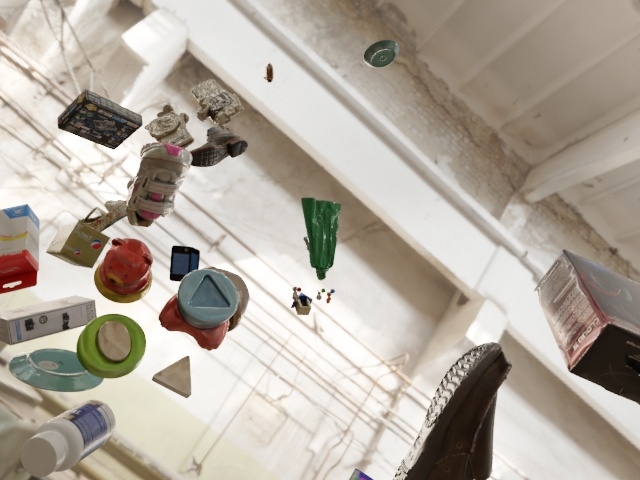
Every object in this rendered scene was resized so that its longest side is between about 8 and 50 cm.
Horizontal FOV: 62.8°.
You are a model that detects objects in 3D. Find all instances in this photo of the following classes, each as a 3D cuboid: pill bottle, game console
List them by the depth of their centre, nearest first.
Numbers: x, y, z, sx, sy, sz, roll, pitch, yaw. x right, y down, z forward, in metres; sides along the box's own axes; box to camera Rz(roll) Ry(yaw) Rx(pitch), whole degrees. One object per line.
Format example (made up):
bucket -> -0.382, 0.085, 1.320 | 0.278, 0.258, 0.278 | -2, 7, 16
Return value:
pill bottle -> -0.328, 0.258, 0.686 | 0.067, 0.067, 0.120 | 32, 6, 7
game console -> -0.523, 0.097, 2.015 | 0.124, 0.144, 0.085 | 6, 5, -4

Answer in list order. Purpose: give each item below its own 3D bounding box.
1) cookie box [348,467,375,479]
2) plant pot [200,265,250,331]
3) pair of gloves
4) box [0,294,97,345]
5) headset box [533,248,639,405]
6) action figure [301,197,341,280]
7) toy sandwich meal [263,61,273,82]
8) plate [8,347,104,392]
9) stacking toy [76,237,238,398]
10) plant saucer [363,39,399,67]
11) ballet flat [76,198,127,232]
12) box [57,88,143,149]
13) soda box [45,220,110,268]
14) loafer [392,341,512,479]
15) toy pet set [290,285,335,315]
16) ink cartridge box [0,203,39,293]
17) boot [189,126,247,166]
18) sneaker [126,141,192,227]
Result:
cookie box -> 0.092, 0.511, 1.010 | 0.107, 0.092, 0.040 | 21, -27, 33
plant pot -> -0.322, 0.188, 1.811 | 0.237, 0.109, 0.237 | 26, -52, 39
pair of gloves -> -0.322, -0.315, 1.342 | 0.204, 0.240, 0.042 | 42, -19, 37
box -> -0.949, 0.268, 1.812 | 0.169, 0.290, 0.087 | 3, -79, 41
headset box -> 0.516, 0.159, 0.890 | 0.218, 0.293, 0.110 | 24, -64, -1
action figure -> 0.000, 0.000, 1.503 | 0.137, 0.232, 0.063 | 6, -15, -27
toy sandwich meal -> -0.200, -0.638, 1.996 | 0.085, 0.029, 0.086 | 172, -90, -71
plate -> -0.550, 0.264, 1.106 | 0.188, 0.024, 0.188 | 20, 5, -2
stacking toy -> -0.327, 0.146, 1.067 | 0.309, 0.279, 0.130 | 22, -40, -15
plant saucer -> 0.198, -0.593, 1.684 | 0.119, 0.021, 0.119 | -11, -22, -4
ballet flat -> -0.660, -0.078, 1.621 | 0.241, 0.091, 0.077 | -28, -73, 13
box -> -0.761, -0.411, 1.815 | 0.175, 0.051, 0.220 | -30, -29, 27
soda box -> -0.428, 0.008, 0.918 | 0.058, 0.061, 0.181 | 33, -18, -28
loafer -> 0.245, 0.352, 0.925 | 0.130, 0.366, 0.134 | 29, 1, 6
toy pet set -> -0.036, 0.167, 1.581 | 0.122, 0.065, 0.114 | 7, -56, -24
ink cartridge box -> -0.834, 0.023, 1.397 | 0.078, 0.134, 0.231 | 90, -17, -55
boot -> -0.354, -0.303, 1.685 | 0.106, 0.219, 0.082 | 46, -40, 29
sneaker -> -0.327, -0.103, 1.056 | 0.103, 0.111, 0.252 | 10, -29, -27
